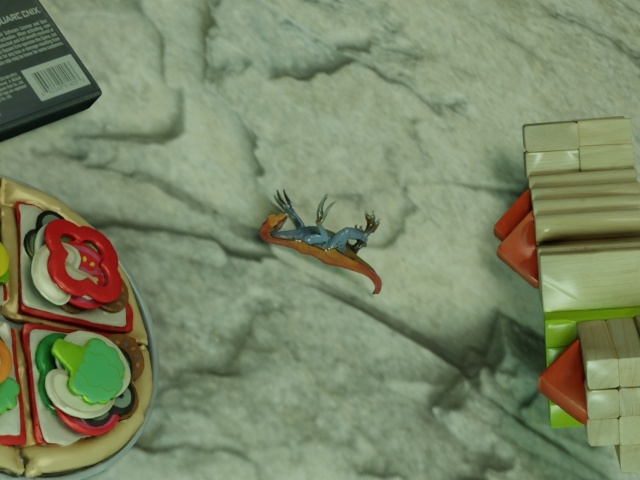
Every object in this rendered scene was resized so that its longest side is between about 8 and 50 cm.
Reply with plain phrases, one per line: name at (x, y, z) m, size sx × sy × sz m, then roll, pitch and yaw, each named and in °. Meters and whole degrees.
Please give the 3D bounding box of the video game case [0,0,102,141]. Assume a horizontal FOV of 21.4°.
video game case at (-0.276, -0.171, 1.023) m, size 0.274 × 0.026 × 0.196 m, roll 54°, pitch 40°, yaw 6°

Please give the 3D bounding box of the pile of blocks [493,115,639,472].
pile of blocks at (0.189, 0.039, 1.259) m, size 0.113 × 0.149 × 0.362 m, roll -3°, pitch 40°, yaw 5°

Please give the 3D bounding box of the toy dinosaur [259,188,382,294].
toy dinosaur at (0.000, 0.000, 1.142) m, size 0.082 × 0.047 × 0.090 m, roll -16°, pitch 82°, yaw -29°

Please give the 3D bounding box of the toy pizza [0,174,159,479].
toy pizza at (-0.172, 0.042, 0.952) m, size 0.201 × 0.032 × 0.201 m, roll 25°, pitch 46°, yaw -28°
